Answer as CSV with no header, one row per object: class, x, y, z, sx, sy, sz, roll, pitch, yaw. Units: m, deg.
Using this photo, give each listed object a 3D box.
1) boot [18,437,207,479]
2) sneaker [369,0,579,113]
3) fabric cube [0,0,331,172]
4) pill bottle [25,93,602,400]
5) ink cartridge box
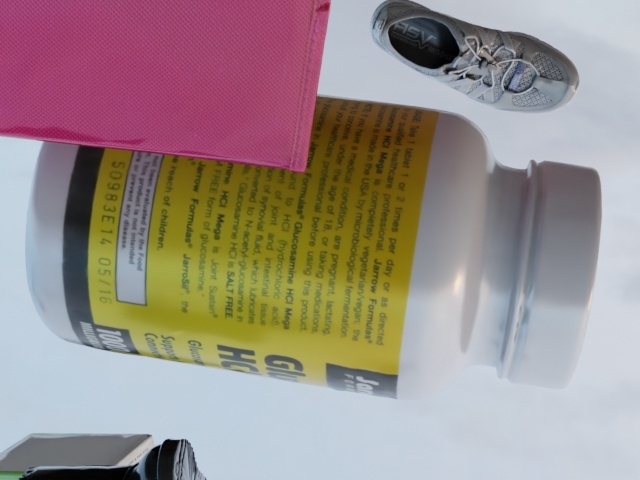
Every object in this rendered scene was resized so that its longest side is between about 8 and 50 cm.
boot,-0.118,0.139,0.560,0.099,0.121,0.045,2,-114,2
sneaker,0.190,-0.222,1.276,0.281,0.105,0.115,17,-160,3
fabric cube,-0.119,-0.213,0.522,0.258,0.259,0.254,6,-147,-6
pill bottle,0.000,0.000,0.652,0.334,0.188,0.188,9,-155,8
ink cartridge box,-0.287,0.385,1.246,0.198,0.273,0.115,-5,-166,25
